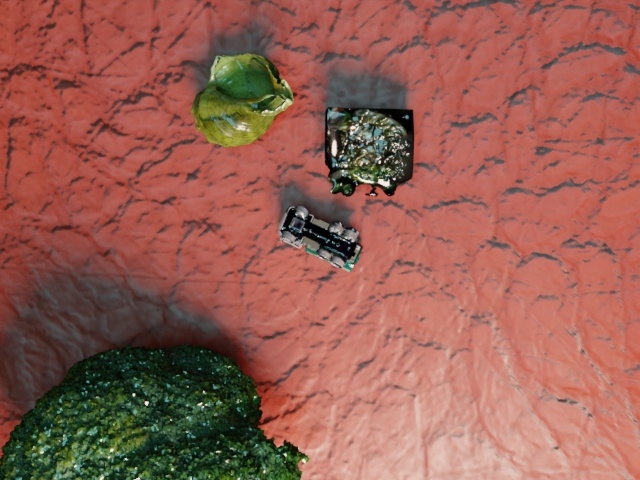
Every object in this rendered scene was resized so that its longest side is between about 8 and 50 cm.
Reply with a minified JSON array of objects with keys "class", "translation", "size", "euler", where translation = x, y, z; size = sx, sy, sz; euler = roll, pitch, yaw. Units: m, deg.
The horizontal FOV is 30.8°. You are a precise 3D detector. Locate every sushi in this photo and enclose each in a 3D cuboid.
[{"class":"sushi","translation":[0.046,-0.084,1.110],"size":[0.083,0.056,0.084],"euler":[-1,94,-3]}]

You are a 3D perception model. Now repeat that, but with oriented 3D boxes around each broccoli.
[{"class":"broccoli","translation":[-0.161,0.215,1.074],"size":[0.261,0.241,0.269],"euler":[25,66,34]}]

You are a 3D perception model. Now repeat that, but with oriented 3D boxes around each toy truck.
[{"class":"toy truck","translation":[0.000,0.000,1.124],"size":[0.083,0.044,0.039],"euler":[25,74,3]}]

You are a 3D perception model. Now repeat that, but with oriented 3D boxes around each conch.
[{"class":"conch","translation":[-0.075,-0.136,1.101],"size":[0.121,0.074,0.089],"euler":[-12,94,44]}]
